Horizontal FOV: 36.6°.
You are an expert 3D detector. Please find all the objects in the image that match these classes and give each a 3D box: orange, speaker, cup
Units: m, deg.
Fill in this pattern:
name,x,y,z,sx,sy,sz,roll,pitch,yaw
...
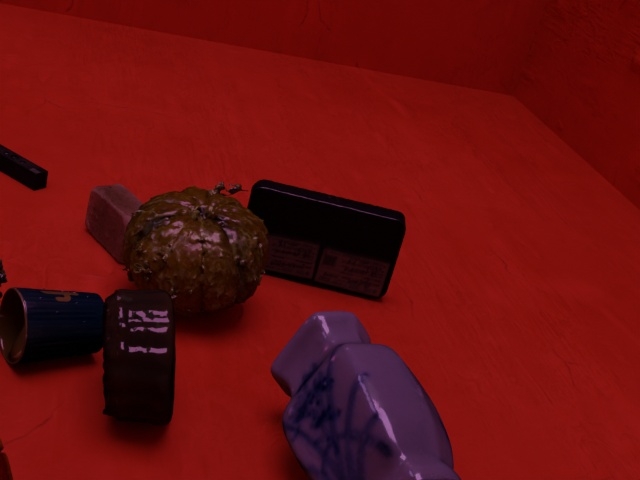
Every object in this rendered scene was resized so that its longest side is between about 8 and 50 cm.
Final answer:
name,x,y,z,sx,sy,sz,roll,pitch,yaw
orange,-0.242,0.032,1.931,0.300,0.223,0.301,-10,37,-23
speaker,-0.726,-0.180,2.289,0.191,0.046,0.040,27,28,25
cup,-0.474,0.139,1.697,0.155,0.131,0.176,2,17,-36

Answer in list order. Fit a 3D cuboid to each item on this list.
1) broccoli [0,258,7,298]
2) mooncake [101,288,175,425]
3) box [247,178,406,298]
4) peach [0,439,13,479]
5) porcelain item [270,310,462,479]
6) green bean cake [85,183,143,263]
name,x,y,z,sx,sy,sz,roll,pitch,yaw
broccoli,-0.720,0.038,1.580,0.317,0.277,0.338,15,20,16
mooncake,-0.298,0.188,1.579,0.124,0.228,0.228,2,27,-9
box,0.000,0.000,2.139,0.350,0.211,0.058,14,27,-4
peach,-0.519,0.300,1.227,0.245,0.249,0.274,-41,68,-20
porcelain item,0.066,0.297,1.533,0.178,0.243,0.405,29,16,-35
green bean cake,-0.430,-0.038,2.090,0.085,0.109,0.179,-8,33,-42
